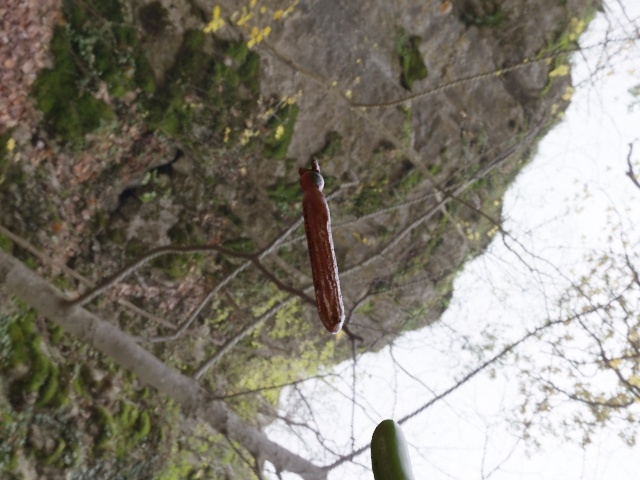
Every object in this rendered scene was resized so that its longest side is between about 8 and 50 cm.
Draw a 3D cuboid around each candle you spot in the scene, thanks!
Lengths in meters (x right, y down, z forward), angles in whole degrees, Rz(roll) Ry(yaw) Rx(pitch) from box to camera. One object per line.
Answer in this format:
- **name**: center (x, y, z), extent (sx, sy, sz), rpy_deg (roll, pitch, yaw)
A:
- **candle**: center (0.000, 0.000, 1.086), extent (0.048, 0.051, 0.329), rpy_deg (-14, -122, 8)

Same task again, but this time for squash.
- **squash**: center (0.142, 0.452, 1.242), extent (0.082, 0.082, 0.292), rpy_deg (-40, -159, 14)
